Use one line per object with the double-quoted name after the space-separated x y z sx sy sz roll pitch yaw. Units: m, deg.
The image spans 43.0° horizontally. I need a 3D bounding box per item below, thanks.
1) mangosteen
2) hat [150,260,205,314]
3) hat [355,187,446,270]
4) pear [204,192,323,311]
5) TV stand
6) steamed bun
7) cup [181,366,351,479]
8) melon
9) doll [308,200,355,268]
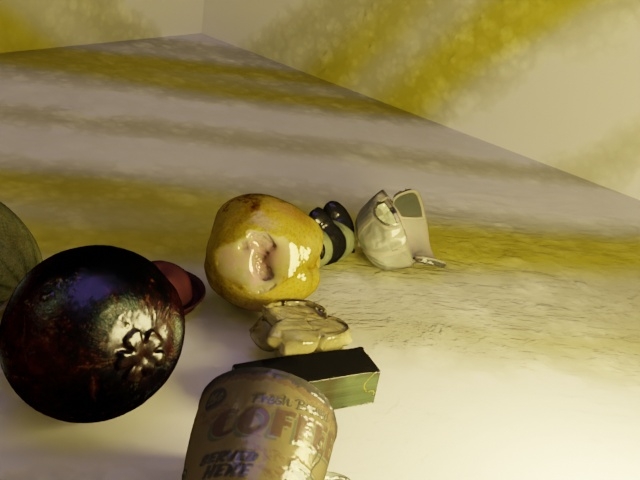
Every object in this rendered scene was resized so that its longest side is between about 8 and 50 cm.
-0.397 0.154 1.393 0.330 0.330 0.330 7 27 -4 "mangosteen"
-0.347 0.097 1.746 0.206 0.089 0.205 7 27 -4 "hat"
0.204 -0.010 2.069 0.275 0.161 0.232 13 54 -44 "hat"
-0.120 0.028 1.773 0.271 0.271 0.271 7 27 -4 "pear"
-0.028 0.268 1.520 0.270 0.082 0.088 -4 28 -27 "TV stand"
-0.048 0.200 1.626 0.177 0.106 0.192 25 22 37 "steamed bun"
-0.073 0.377 1.205 0.301 0.227 0.257 34 37 -15 "cup"
-0.698 0.027 1.597 0.329 0.248 0.248 29 31 15 "melon"
0.002 -0.001 1.995 0.135 0.143 0.234 49 28 10 "doll"
